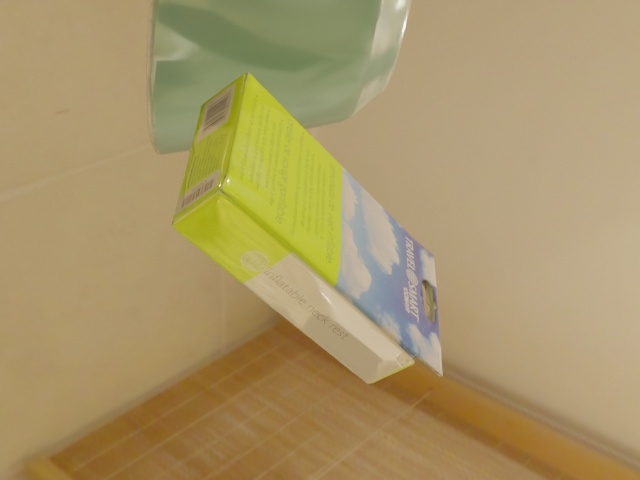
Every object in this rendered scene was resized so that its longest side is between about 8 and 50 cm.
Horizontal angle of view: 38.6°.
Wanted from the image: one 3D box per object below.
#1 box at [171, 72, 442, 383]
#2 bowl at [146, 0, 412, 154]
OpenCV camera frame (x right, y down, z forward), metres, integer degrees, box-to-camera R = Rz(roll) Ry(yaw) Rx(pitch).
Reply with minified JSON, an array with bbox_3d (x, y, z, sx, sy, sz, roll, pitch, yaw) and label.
[{"bbox_3d":[0.000,0.000,0.521,0.042,0.109,0.178,-31,-57,27],"label":"box"},{"bbox_3d":[-0.020,-0.206,0.658,0.163,0.312,0.312,7,-57,-4],"label":"bowl"}]
